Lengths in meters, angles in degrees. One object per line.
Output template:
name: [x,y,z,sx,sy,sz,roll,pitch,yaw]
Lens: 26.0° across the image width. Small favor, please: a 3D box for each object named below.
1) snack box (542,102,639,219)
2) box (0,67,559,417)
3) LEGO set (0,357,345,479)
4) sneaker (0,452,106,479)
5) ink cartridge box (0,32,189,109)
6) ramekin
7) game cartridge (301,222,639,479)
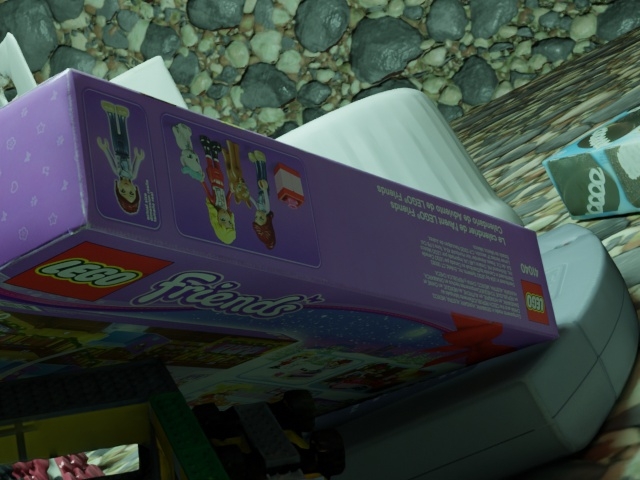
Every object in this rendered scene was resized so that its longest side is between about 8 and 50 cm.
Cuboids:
snack box: [0.315,-0.091,0.990,0.187,0.060,0.322,-31,7,-18]
box: [-0.060,0.028,0.573,0.201,0.057,0.293,-22,-23,32]
LEGO set: [-0.143,0.173,0.444,0.331,0.192,0.255,-10,19,-23]
sneaker: [-0.185,0.171,0.797,0.112,0.121,0.299,-46,3,1]
ink cartridge box: [-0.169,-0.036,1.274,0.119,0.353,0.207,-31,7,-21]
ramekin: [0.000,0.000,1.046,0.277,0.135,0.277,-29,-5,-3]
game cartridge: [0.077,0.071,0.762,0.196,0.060,0.294,-30,6,20]
